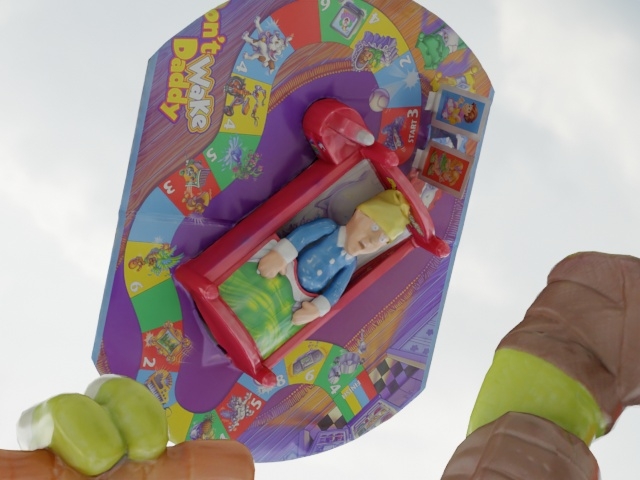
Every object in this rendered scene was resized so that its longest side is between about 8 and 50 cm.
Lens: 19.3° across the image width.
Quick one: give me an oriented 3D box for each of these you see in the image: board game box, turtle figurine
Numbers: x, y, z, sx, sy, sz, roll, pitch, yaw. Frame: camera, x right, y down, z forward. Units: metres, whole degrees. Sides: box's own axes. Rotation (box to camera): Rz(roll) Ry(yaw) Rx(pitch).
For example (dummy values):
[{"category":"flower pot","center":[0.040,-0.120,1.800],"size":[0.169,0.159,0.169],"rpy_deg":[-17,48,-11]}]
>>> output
[{"category":"board game box","center":[0.000,0.000,0.615],"size":[0.133,0.168,0.033],"rpy_deg":[5,-167,-32]},{"category":"turtle figurine","center":[0.026,0.117,0.381],"size":[0.217,0.087,0.269],"rpy_deg":[-41,-76,-35]}]
